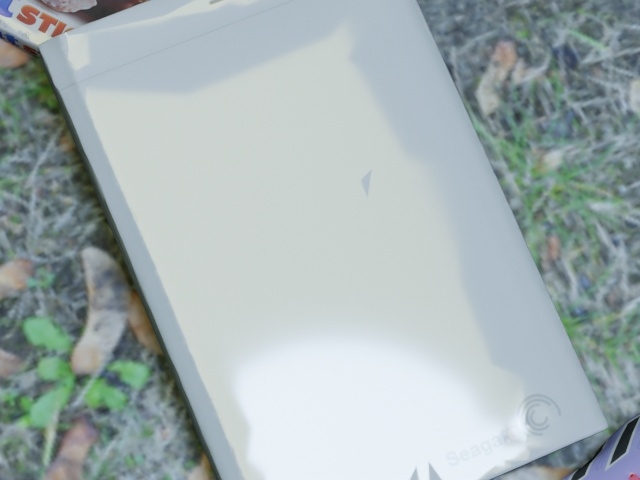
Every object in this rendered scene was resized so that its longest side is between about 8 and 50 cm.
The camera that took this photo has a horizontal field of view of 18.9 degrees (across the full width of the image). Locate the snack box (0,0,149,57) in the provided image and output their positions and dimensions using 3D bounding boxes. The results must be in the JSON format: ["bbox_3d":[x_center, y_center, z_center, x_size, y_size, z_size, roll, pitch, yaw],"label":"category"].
[{"bbox_3d":[-0.177,-0.149,1.080,0.178,0.022,0.064,27,76,2],"label":"snack box"}]

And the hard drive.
[{"bbox_3d":[0.000,0.000,1.035,0.203,0.040,0.307,-22,81,-11],"label":"hard drive"}]

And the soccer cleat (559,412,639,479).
[{"bbox_3d":[0.138,0.150,0.988,0.248,0.095,0.083,-27,79,-11],"label":"soccer cleat"}]
